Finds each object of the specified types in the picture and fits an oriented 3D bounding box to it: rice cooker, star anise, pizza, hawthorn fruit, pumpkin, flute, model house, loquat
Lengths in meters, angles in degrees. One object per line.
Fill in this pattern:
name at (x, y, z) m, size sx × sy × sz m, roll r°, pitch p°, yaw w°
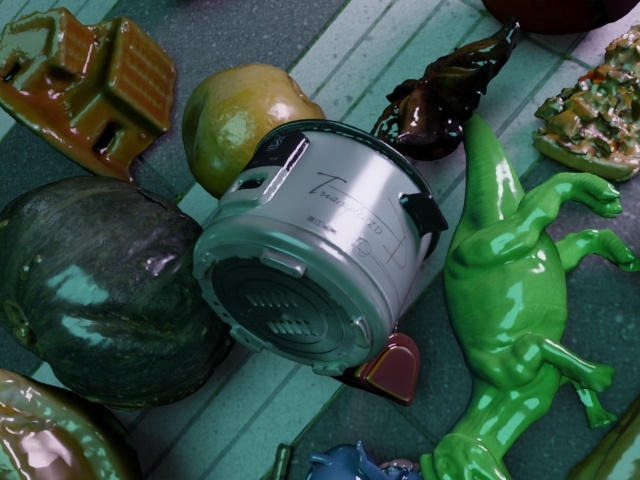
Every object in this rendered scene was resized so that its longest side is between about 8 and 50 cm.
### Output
rice cooker at (0.000, 0.000, 0.674) m, size 0.281 × 0.241 × 0.227 m, roll -8°, pitch 39°, yaw 41°
star anise at (0.150, -0.159, 0.735) m, size 0.272 × 0.272 × 0.102 m, roll -40°, pitch 105°, yaw 5°
pizza at (0.375, -0.173, 0.742) m, size 0.226 × 0.069 × 0.147 m, roll -44°, pitch 64°, yaw 4°
hawthorn fruit at (0.287, -0.355, 0.754) m, size 0.250 × 0.215 × 0.215 m, roll 6°, pitch 77°, yaw 35°
pumpkin at (-0.260, 0.072, 0.784) m, size 0.328 × 0.291 × 0.257 m, roll 44°, pitch 56°, yaw 12°
flute at (-0.070, 0.378, 0.768) m, size 0.027 × 0.027 × 0.232 m, roll 9°, pitch 78°, yaw 22°
model house at (-0.361, -0.248, 0.953) m, size 0.239 × 0.268 × 0.173 m, roll -51°, pitch 45°, yaw -1°
loquat at (-0.098, -0.140, 0.833) m, size 0.213 × 0.213 × 0.212 m, roll -5°, pitch 73°, yaw 18°

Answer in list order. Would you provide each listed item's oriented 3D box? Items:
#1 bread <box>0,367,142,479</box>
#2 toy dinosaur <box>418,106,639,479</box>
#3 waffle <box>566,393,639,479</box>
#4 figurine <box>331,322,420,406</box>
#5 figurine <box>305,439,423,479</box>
bread at (-0.325, 0.305, 0.746) m, size 0.210 × 0.341 × 0.300 m, roll -28°, pitch 77°, yaw -21°
toy dinosaur at (0.164, 0.043, 0.750) m, size 0.374 × 0.144 × 0.500 m, roll -47°, pitch 51°, yaw 4°
waffle at (0.440, 0.293, 0.582) m, size 0.348 × 0.077 × 0.304 m, roll 37°, pitch 90°, yaw 25°
figurine at (0.054, 0.132, 0.737) m, size 0.154 × 0.083 × 0.098 m, roll 1°, pitch 65°, yaw 63°
figurine at (0.065, 0.312, 0.695) m, size 0.179 × 0.114 × 0.144 m, roll -1°, pitch 64°, yaw 11°
